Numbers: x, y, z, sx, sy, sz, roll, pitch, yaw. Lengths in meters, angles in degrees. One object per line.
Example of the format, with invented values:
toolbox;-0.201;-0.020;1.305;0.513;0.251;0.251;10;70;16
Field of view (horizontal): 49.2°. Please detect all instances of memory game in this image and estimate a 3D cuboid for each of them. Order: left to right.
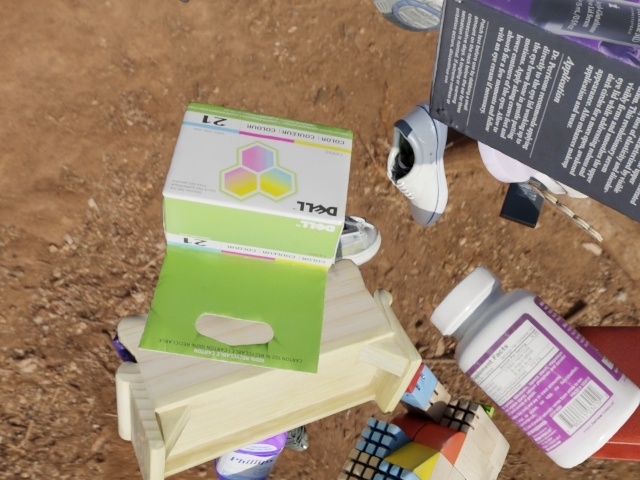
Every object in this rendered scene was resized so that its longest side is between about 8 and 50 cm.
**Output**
memory game;0.491;-0.060;1.404;0.186;0.186;0.012;42;103;14

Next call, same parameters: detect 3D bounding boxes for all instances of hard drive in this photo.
hard drive;0.520;-0.107;1.782;0.094;0.022;0.135;20;72;8

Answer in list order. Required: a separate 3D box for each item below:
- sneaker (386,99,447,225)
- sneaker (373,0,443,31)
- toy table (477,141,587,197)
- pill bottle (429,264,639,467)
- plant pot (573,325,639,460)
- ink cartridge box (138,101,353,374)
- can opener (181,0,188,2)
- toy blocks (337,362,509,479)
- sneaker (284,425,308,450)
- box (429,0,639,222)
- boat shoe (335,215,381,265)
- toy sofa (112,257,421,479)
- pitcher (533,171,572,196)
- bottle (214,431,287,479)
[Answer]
sneaker;0.155;-0.118;1.184;0.091;0.258;0.094;-27;47;-17
sneaker;0.068;-0.372;0.874;0.111;0.297;0.130;-1;77;45
toy table;0.426;-0.205;1.320;0.160;0.274;0.252;-2;107;39
pill bottle;0.318;0.183;1.080;0.169;0.169;0.301;-41;72;-12
plant pot;0.611;0.307;1.407;0.267;0.267;0.236;-2;67;22
ink cartridge box;-0.071;-0.007;0.727;0.188;0.097;0.255;9;54;-4
can opener;-0.123;-0.338;0.796;0.059;0.186;0.073;-31;86;-43
toy blocks;0.131;0.350;0.981;0.190;0.261;0.382;8;59;41
sneaker;-0.072;0.426;1.629;0.130;0.228;0.087;17;57;-9
box;0.199;-0.116;0.453;0.207;0.108;0.153;31;59;23
boat shoe;-0.003;0.000;1.139;0.118;0.320;0.103;-5;101;37
toy sofa;-0.073;0.167;0.889;0.362;0.150;0.177;-14;54;-25
pitcher;0.560;-0.189;1.473;0.125;0.178;0.207;33;100;-18
bottle;-0.123;0.366;1.322;0.118;0.283;0.092;6;45;-18
